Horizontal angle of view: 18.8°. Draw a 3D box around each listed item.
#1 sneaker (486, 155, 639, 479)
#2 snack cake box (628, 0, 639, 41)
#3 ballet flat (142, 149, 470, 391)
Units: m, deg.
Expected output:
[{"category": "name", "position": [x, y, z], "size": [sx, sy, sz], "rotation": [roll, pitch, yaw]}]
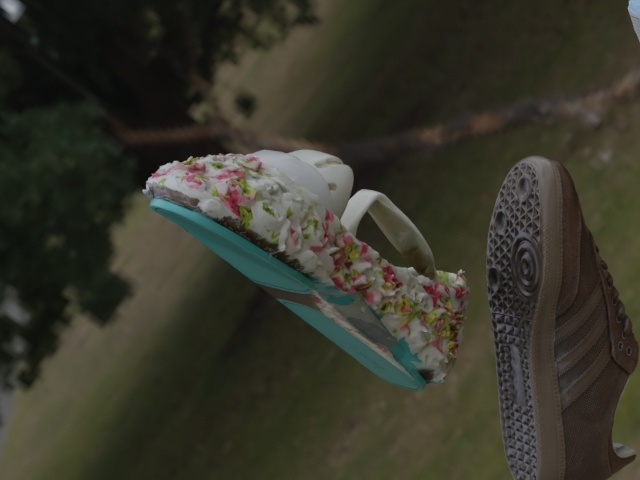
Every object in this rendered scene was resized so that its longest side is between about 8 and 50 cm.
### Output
[{"category": "sneaker", "position": [0.135, 0.043, 1.045], "size": [0.066, 0.071, 0.188], "rotation": [-149, 54, -63]}, {"category": "snack cake box", "position": [0.306, -0.064, 1.034], "size": [0.089, 0.264, 0.152], "rotation": [-48, -37, -13]}, {"category": "ballet flat", "position": [0.000, 0.000, 0.982], "size": [0.091, 0.241, 0.077], "rotation": [19, 77, 39]}]
